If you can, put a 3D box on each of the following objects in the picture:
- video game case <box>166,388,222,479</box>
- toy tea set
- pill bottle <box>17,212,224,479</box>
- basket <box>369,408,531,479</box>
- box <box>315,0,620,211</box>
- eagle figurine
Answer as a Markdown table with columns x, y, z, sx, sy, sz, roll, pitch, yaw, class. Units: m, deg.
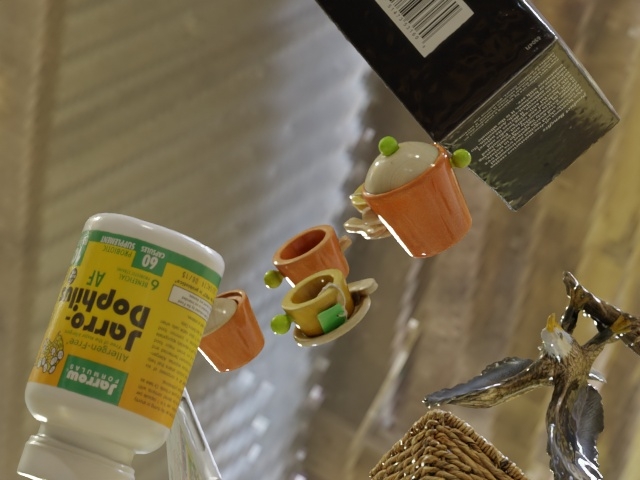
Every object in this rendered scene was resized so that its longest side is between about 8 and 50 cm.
| x | y | z | sx | sy | sz | roll | pitch | yaw | class |
| --- | --- | --- | --- | --- | --- | --- | --- | --- | --- |
| -0.140 | 0.284 | 2.167 | 0.023 | 0.193 | 0.212 | -11 | -52 | -14 | video game case |
| 0.000 | 0.000 | 1.940 | 0.336 | 0.200 | 0.124 | -39 | -68 | -22 | toy tea set |
| -0.159 | 0.094 | 1.487 | 0.117 | 0.117 | 0.208 | 41 | -115 | -63 | pill bottle |
| 0.209 | 0.411 | 2.880 | 0.299 | 0.213 | 0.223 | 123 | 156 | -56 | basket |
| 0.161 | -0.226 | 2.210 | 0.183 | 0.296 | 0.294 | -41 | -25 | 7 | box |
| 0.298 | 0.183 | 2.511 | 0.225 | 0.226 | 0.298 | 49 | -117 | -24 | eagle figurine |
